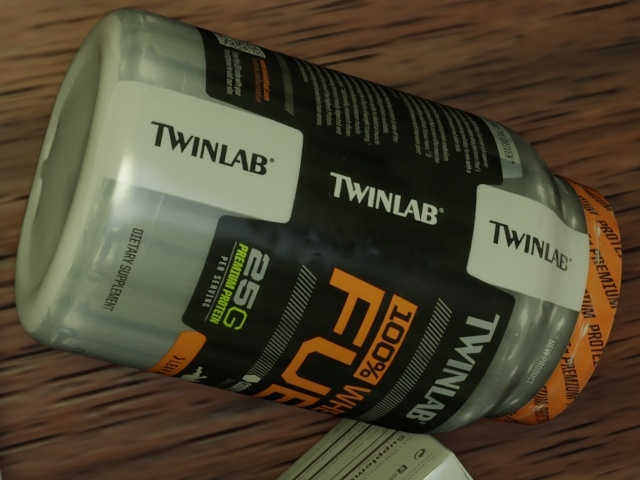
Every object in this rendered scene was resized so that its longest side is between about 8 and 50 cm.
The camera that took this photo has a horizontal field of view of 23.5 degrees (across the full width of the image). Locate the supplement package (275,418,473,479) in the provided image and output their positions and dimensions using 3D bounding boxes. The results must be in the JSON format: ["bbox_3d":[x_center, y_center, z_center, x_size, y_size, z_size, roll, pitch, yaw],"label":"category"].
[{"bbox_3d":[0.059,0.270,0.975,0.204,0.145,0.262,-42,108,-7],"label":"supplement package"}]

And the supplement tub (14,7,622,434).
[{"bbox_3d":[0.000,0.000,0.885,0.316,0.193,0.194,15,95,-19],"label":"supplement tub"}]

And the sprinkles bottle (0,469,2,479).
[{"bbox_3d":[-0.248,0.011,0.847,0.121,0.121,0.355,-6,101,-16],"label":"sprinkles bottle"}]
